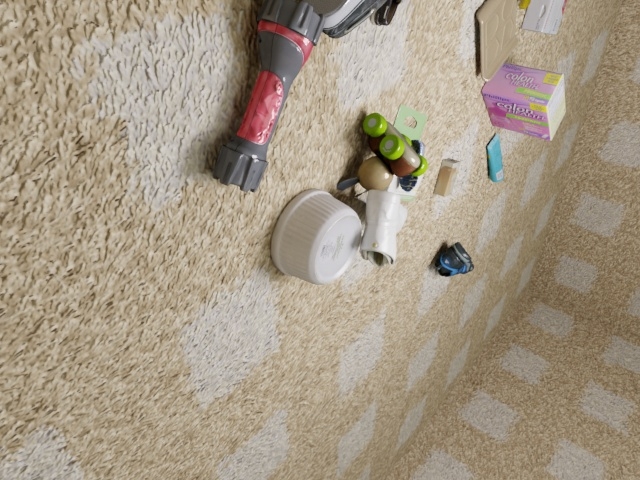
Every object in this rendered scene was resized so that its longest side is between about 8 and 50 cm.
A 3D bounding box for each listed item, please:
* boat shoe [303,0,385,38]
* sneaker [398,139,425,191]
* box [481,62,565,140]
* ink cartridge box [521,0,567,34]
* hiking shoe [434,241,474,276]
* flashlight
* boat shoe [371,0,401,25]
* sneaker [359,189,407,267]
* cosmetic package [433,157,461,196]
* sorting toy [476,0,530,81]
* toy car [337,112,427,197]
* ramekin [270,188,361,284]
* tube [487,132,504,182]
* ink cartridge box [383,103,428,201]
[{"bbox_3d":[0.105,-0.492,0.848,0.335,0.121,0.119,-40,170,13],"label":"boat shoe"},{"bbox_3d":[0.241,-0.189,1.264,0.058,0.052,0.135,-20,128,-52],"label":"sneaker"},{"bbox_3d":[0.676,-0.457,1.646,0.117,0.214,0.243,-62,149,-3],"label":"box"},{"bbox_3d":[0.753,-0.766,1.668,0.175,0.072,0.127,-22,130,-47],"label":"ink cartridge box"},{"bbox_3d":[0.513,0.085,1.942,0.132,0.113,0.304,-34,157,10],"label":"hiking shoe"},{"bbox_3d":[-0.092,-0.230,0.803,0.103,0.103,0.303,17,100,-32],"label":"flashlight"},{"bbox_3d":[0.148,-0.494,1.016,0.125,0.038,0.046,-60,148,-6],"label":"boat shoe"},{"bbox_3d":[0.148,-0.016,1.232,0.292,0.108,0.169,23,77,-75],"label":"sneaker"},{"bbox_3d":[0.409,-0.203,1.608,0.060,0.041,0.115,-22,129,-48],"label":"cosmetic package"},{"bbox_3d":[0.547,-0.660,1.485,0.307,0.041,0.229,-52,142,-18],"label":"sorting toy"},{"bbox_3d":[0.128,-0.175,1.174,0.188,0.148,0.155,-42,148,20],"label":"toy car"},{"bbox_3d":[0.000,0.000,1.094,0.207,0.109,0.207,-35,139,-37],"label":"ramekin"},{"bbox_3d":[0.671,-0.311,1.911,0.080,0.052,0.207,-55,143,-22],"label":"tube"},{"bbox_3d":[0.230,-0.224,1.322,0.171,0.056,0.234,-2,116,-55],"label":"ink cartridge box"}]
